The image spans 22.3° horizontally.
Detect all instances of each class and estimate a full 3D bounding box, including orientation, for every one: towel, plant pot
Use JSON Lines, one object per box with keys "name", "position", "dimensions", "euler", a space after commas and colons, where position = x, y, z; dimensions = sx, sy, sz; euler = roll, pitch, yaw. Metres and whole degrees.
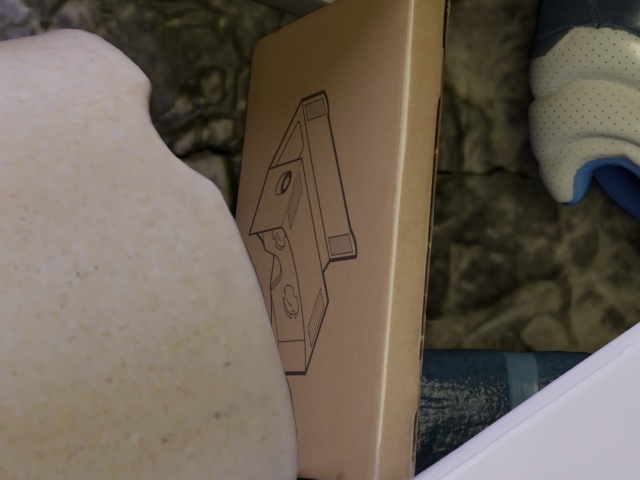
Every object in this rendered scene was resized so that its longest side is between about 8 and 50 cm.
{"name": "towel", "position": [0.085, 0.084, 0.757], "dimensions": [0.119, 0.029, 0.067], "euler": [2, 83, -9]}
{"name": "plant pot", "position": [-0.190, 0.071, 0.589], "dimensions": [0.305, 0.334, 0.333], "euler": [-21, 88, -23]}

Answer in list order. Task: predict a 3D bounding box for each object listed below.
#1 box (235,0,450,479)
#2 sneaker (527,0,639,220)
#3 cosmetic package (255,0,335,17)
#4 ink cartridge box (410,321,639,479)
{"name": "box", "position": [0.000, 0.000, 0.685], "dimensions": [0.021, 0.164, 0.201], "euler": [8, 82, -25]}
{"name": "sneaker", "position": [0.252, -0.065, 0.765], "dimensions": [0.323, 0.130, 0.236], "euler": [17, 90, -12]}
{"name": "cosmetic package", "position": [-0.029, -0.145, 0.757], "dimensions": [0.115, 0.041, 0.060], "euler": [17, 81, -8]}
{"name": "ink cartridge box", "position": [-0.014, 0.216, 0.537], "dimensions": [0.395, 0.285, 0.166], "euler": [-30, 77, -27]}
